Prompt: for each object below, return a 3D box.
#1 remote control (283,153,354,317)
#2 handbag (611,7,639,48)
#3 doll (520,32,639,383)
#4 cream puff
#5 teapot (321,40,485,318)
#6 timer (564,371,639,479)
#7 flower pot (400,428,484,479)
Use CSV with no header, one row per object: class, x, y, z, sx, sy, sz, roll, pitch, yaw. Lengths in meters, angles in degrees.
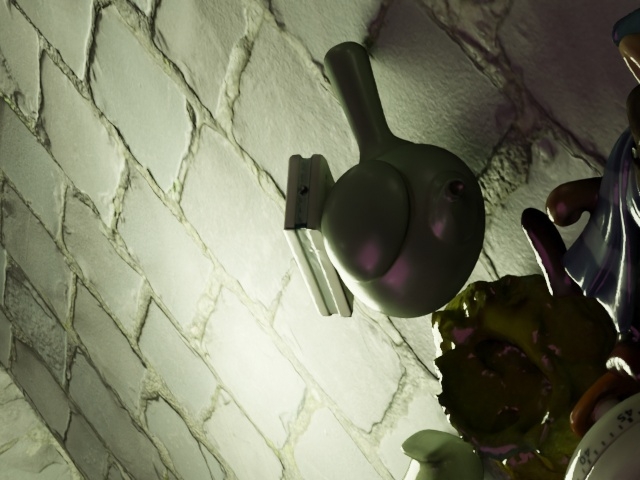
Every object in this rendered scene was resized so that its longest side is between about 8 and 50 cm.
remote control,0.000,0.000,1.734,0.277,0.055,0.103,68,-157,-63
handbag,0.364,-0.176,1.166,0.144,0.057,0.221,56,150,-7
doll,0.320,-0.011,1.177,0.318,0.209,0.340,29,146,19
cream puff,0.231,0.166,1.547,0.282,0.185,0.282,41,148,33
teapot,0.068,-0.059,1.603,0.220,0.149,0.318,-53,46,23
timer,0.370,0.265,1.362,0.240,0.233,0.233,-125,20,-57
flower pot,0.139,0.466,1.886,0.164,0.254,0.367,14,129,51
